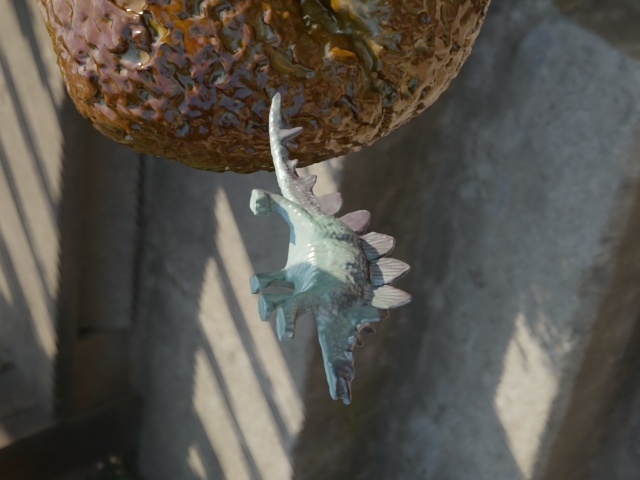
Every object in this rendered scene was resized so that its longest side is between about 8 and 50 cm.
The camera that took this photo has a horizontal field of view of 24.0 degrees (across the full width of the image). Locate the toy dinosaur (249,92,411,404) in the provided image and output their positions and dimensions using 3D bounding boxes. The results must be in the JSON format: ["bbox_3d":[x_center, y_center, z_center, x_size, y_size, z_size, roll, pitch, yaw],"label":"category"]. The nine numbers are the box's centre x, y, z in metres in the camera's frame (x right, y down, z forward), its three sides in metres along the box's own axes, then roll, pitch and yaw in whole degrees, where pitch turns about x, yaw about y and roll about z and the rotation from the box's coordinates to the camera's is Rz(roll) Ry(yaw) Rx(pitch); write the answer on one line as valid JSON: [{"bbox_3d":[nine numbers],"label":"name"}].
[{"bbox_3d":[-0.001,0.001,0.790,0.039,0.082,0.209,116,149,-42],"label":"toy dinosaur"}]

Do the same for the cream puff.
[{"bbox_3d":[-0.034,-0.190,0.967,0.303,0.303,0.212,50,154,28],"label":"cream puff"}]
